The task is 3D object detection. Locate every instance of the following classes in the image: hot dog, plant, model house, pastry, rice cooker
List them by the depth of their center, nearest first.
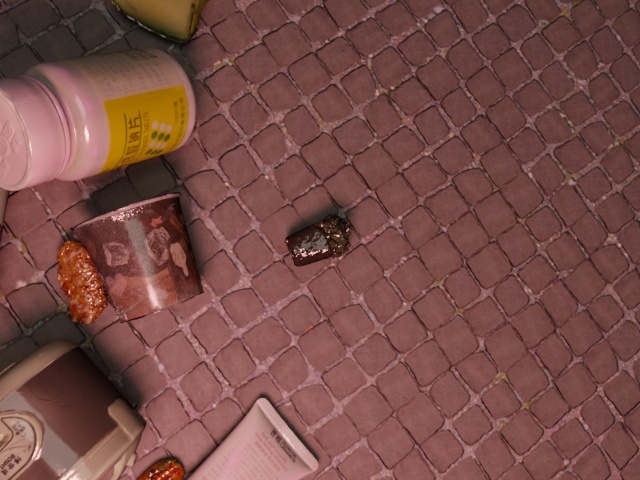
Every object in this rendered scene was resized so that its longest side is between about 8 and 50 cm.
[{"bbox_3d":[-0.479,0.350,1.283,0.288,0.288,0.277,-41,92,-13],"label":"rice cooker"},{"bbox_3d":[-0.333,0.483,1.409,0.144,0.038,0.062,-35,90,-13],"label":"hot dog"},{"bbox_3d":[-0.465,0.082,1.429,0.087,0.063,0.169,-14,87,18],"label":"pastry"},{"bbox_3d":[0.000,0.000,1.514,0.143,0.094,0.092,-22,76,-8],"label":"plant"},{"bbox_3d":[-0.314,-0.563,1.527,0.194,0.170,0.211,22,51,0],"label":"model house"}]

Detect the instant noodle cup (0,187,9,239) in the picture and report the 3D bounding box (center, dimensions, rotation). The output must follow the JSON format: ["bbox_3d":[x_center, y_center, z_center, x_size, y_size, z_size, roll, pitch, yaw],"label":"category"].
[{"bbox_3d":[-0.709,-0.048,1.289,0.340,0.340,0.265,14,69,-9],"label":"instant noodle cup"}]

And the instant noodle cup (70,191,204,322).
[{"bbox_3d":[-0.339,0.035,1.391,0.218,0.217,0.207,-21,93,-13],"label":"instant noodle cup"}]

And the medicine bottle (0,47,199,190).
[{"bbox_3d":[-0.423,-0.228,1.320,0.379,0.214,0.213,-29,88,-49],"label":"medicine bottle"}]

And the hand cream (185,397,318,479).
[{"bbox_3d":[-0.189,0.492,1.411,0.359,0.118,0.185,-39,87,-21],"label":"hand cream"}]
